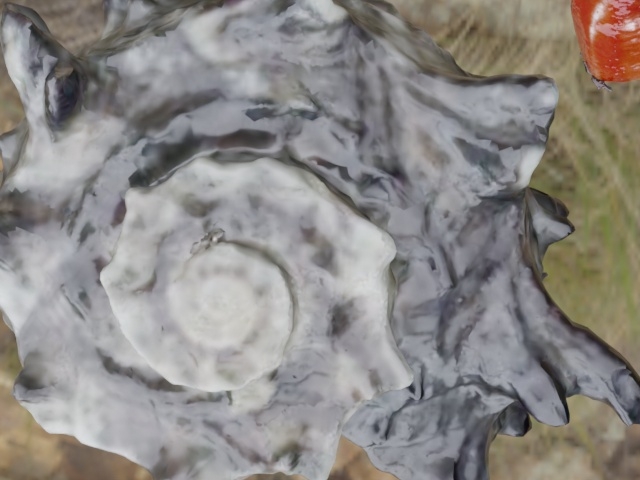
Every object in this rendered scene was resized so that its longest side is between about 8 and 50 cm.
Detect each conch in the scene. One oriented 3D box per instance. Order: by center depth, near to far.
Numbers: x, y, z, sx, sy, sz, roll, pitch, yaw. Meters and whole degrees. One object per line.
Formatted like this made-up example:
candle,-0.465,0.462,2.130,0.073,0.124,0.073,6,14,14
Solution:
conch,-0.007,0.010,0.731,0.313,0.240,0.186,23,163,-29

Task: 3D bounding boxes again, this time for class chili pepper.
chili pepper,0.186,-0.152,1.025,0.088,0.065,0.169,-33,161,3
